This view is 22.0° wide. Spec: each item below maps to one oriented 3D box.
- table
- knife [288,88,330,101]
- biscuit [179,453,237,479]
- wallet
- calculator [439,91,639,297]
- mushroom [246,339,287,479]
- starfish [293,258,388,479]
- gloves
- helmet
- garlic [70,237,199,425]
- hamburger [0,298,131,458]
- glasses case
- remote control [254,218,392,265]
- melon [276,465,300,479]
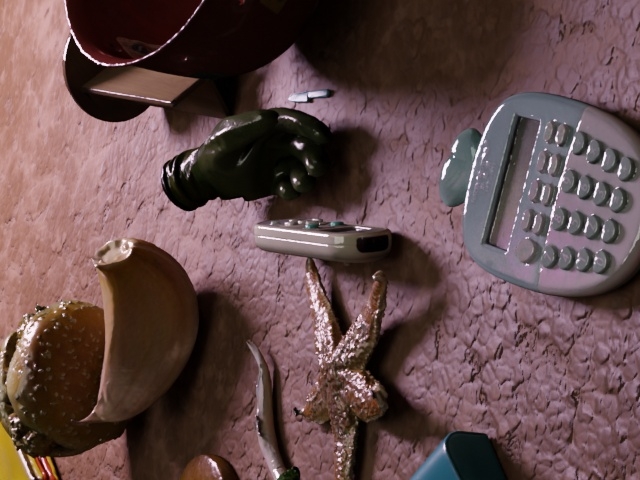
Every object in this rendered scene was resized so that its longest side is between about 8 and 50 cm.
[{"bbox_3d":[-0.211,-0.227,2.175,0.227,0.167,0.167,14,94,49],"label":"table"},{"bbox_3d":[-0.015,-0.172,1.972,0.091,0.005,0.014,2,82,58],"label":"knife"},{"bbox_3d":[-0.142,0.377,2.001,0.180,0.039,0.236,-30,55,52],"label":"biscuit"},{"bbox_3d":[-0.469,0.329,2.495,0.141,0.067,0.241,-64,36,27],"label":"wallet"},{"bbox_3d":[0.213,-0.045,1.552,0.295,0.042,0.184,24,102,54],"label":"calculator"},{"bbox_3d":[-0.043,0.238,1.883,0.068,0.043,0.306,-47,41,16],"label":"mushroom"},{"bbox_3d":[0.031,0.129,1.785,0.231,0.048,0.295,129,140,-53],"label":"starfish"},{"bbox_3d":[-0.081,-0.097,1.956,0.268,0.135,0.107,-7,50,45],"label":"gloves"},{"bbox_3d":[-0.109,-0.344,1.957,0.337,0.230,0.385,7,76,49],"label":"helmet"},{"bbox_3d":[-0.241,0.116,2.106,0.145,0.164,0.245,14,100,41],"label":"garlic"},{"bbox_3d":[-0.335,0.192,2.202,0.122,0.189,0.215,-30,46,59],"label":"hamburger"},{"bbox_3d":[0.082,0.324,1.635,0.301,0.070,0.117,-54,41,33],"label":"glasses case"},{"bbox_3d":[0.000,0.000,1.836,0.221,0.078,0.042,9,102,57],"label":"remote control"},{"bbox_3d":[-0.035,0.373,1.771,0.053,0.114,0.261,9,98,17],"label":"melon"}]
